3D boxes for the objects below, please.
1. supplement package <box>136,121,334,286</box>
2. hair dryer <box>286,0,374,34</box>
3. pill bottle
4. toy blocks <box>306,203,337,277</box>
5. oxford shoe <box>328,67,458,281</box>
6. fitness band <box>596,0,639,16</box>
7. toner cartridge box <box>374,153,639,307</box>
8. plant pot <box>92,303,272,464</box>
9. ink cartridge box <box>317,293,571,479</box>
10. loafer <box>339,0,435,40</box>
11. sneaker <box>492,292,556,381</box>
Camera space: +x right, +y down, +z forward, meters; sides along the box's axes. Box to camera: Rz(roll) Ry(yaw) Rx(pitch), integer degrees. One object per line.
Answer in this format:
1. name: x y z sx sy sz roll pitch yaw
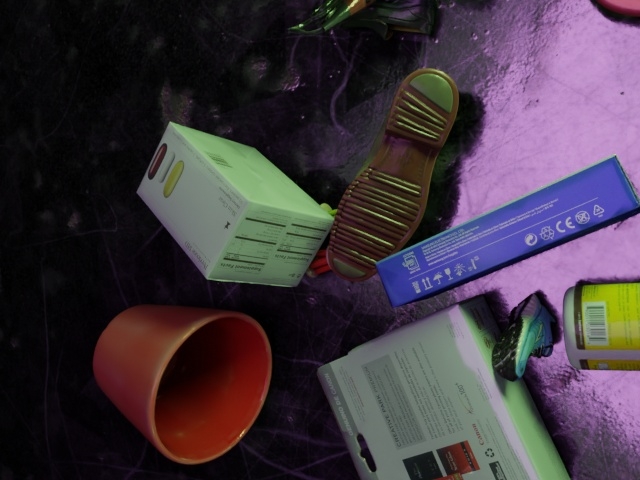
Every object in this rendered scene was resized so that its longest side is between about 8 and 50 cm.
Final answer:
1. supplement package: -0.148 -0.059 1.041 0.262 0.204 0.145 43 111 36
2. hair dryer: 0.101 -0.397 0.954 0.294 0.080 0.223 -7 57 23
3. pill bottle: 0.439 0.113 0.807 0.215 0.117 0.117 -5 89 29
4. toy blocks: 0.000 0.000 1.079 0.148 0.054 0.123 -14 85 29
5. oxford shoe: 0.117 -0.096 0.979 0.123 0.130 0.348 27 100 0
6. fitness band: 0.444 -0.447 0.801 0.209 0.054 0.290 1 100 22
7. toner cartridge box: 0.265 -0.004 0.872 0.348 0.165 0.075 -26 79 26
8. plant pot: -0.269 0.236 1.128 0.243 0.275 0.275 12 97 38
9. ink cartridge box: 0.180 0.279 0.946 0.272 0.130 0.309 -29 78 28
10. loafer: 0.105 -0.362 1.009 0.170 0.062 0.061 2 97 30
11. sneaker: 0.300 0.143 0.868 0.073 0.162 0.063 39 136 5
